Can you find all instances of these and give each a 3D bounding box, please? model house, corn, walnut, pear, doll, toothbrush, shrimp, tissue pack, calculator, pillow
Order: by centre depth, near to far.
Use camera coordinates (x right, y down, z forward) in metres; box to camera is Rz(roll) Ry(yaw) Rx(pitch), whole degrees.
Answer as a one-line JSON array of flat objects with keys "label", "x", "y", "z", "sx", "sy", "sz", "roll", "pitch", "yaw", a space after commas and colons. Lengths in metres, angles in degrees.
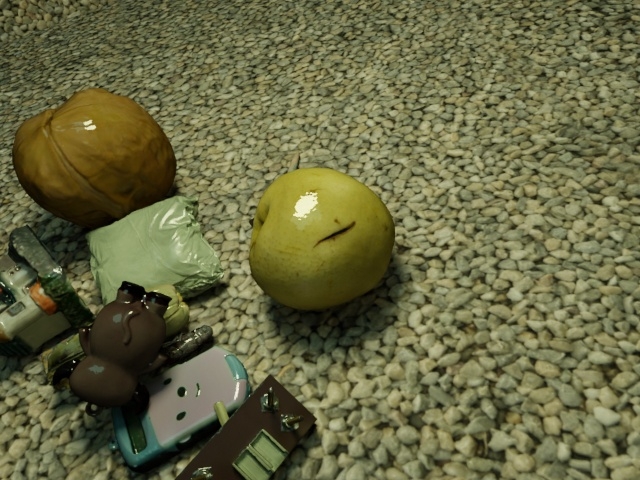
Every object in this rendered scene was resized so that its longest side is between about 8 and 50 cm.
[{"label": "doll", "x": -0.383, "y": 0.209, "z": 0.984, "sx": 0.182, "sy": 0.117, "sz": 0.257, "roll": 22, "pitch": 92, "yaw": -8}, {"label": "calculator", "x": -0.279, "y": 0.326, "z": 1.019, "sx": 0.293, "sy": 0.051, "sz": 0.173, "roll": -29, "pitch": 50, "yaw": -12}, {"label": "pear", "x": 0.000, "y": 0.000, "z": 1.083, "sx": 0.309, "sy": 0.309, "sz": 0.309, "roll": -6, "pitch": 49, "yaw": 7}, {"label": "shrimp", "x": -0.300, "y": 0.229, "z": 1.091, "sx": 0.165, "sy": 0.057, "sz": 0.065, "roll": -26, "pitch": 10, "yaw": -20}, {"label": "corn", "x": -0.423, "y": 0.207, "z": 1.093, "sx": 0.305, "sy": 0.123, "sz": 0.122, "roll": -35, "pitch": 66, "yaw": -4}, {"label": "tissue pack", "x": -0.575, "y": 0.257, "z": 1.155, "sx": 0.083, "sy": 0.035, "sz": 0.063, "roll": -33, "pitch": 51, "yaw": -15}, {"label": "model house", "x": -0.713, "y": 0.152, "z": 1.177, "sx": 0.301, "sy": 0.190, "sz": 0.271, "roll": -40, "pitch": 55, "yaw": -20}, {"label": "pillow", "x": -0.396, "y": 0.045, "z": 1.235, "sx": 0.310, "sy": 0.138, "sz": 0.283, "roll": -23, "pitch": 60, "yaw": -1}, {"label": "walnut", "x": -0.560, "y": -0.193, "z": 1.318, "sx": 0.354, "sy": 0.398, "sz": 0.308, "roll": -23, "pitch": 72, "yaw": 11}, {"label": "toothbrush", "x": -0.097, "y": -0.109, "z": 1.369, "sx": 0.037, "sy": 0.028, "sz": 0.375, "roll": 4, "pitch": 51, "yaw": 9}]

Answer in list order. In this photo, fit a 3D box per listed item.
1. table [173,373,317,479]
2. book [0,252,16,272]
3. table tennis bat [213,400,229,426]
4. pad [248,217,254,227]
[{"label": "table", "x": -0.124, "y": 0.357, "z": 0.887, "sx": 0.121, "sy": 0.111, "sz": 0.240, "roll": 40, "pitch": 67, "yaw": 9}, {"label": "book", "x": -0.856, "y": 0.118, "z": 1.353, "sx": 0.127, "sy": 0.014, "sz": 0.182, "roll": 23, "pitch": 58, "yaw": 28}, {"label": "table tennis bat", "x": -0.158, "y": 0.369, "z": 0.944, "sx": 0.087, "sy": 0.013, "sz": 0.156, "roll": -23, "pitch": 70, "yaw": -13}, {"label": "pad", "x": -0.088, "y": -0.047, "z": 1.301, "sx": 0.157, "sy": 0.003, "sz": 0.112, "roll": -29, "pitch": 60, "yaw": -25}]
